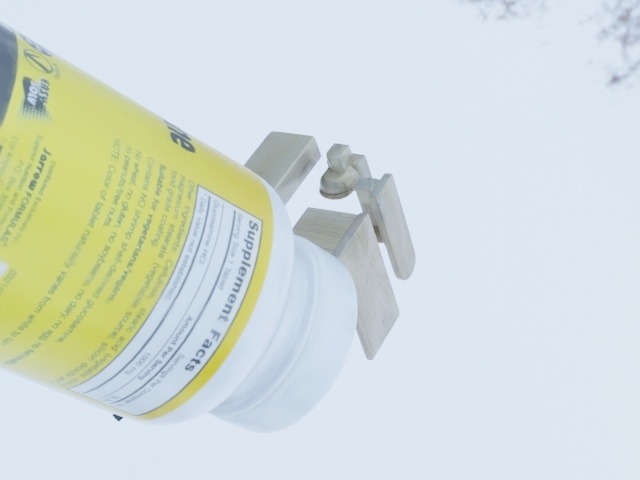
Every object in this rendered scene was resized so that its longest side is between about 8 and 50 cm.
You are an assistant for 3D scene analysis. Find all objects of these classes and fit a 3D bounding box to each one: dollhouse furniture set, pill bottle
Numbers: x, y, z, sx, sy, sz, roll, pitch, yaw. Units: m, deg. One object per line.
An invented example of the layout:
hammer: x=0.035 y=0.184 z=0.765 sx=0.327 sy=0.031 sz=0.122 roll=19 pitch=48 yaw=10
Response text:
dollhouse furniture set: x=0.000 y=0.000 z=0.965 sx=0.144 sy=0.151 sz=0.123 roll=-55 pitch=-39 yaw=-34
pill bottle: x=-0.140 y=0.006 z=0.690 sx=0.334 sy=0.187 sz=0.188 roll=30 pitch=-120 yaw=-35

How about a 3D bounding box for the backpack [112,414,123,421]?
backpack: x=-0.201 y=0.106 z=1.111 sx=0.114 sy=0.084 sz=0.105 roll=-39 pitch=-118 yaw=-12
